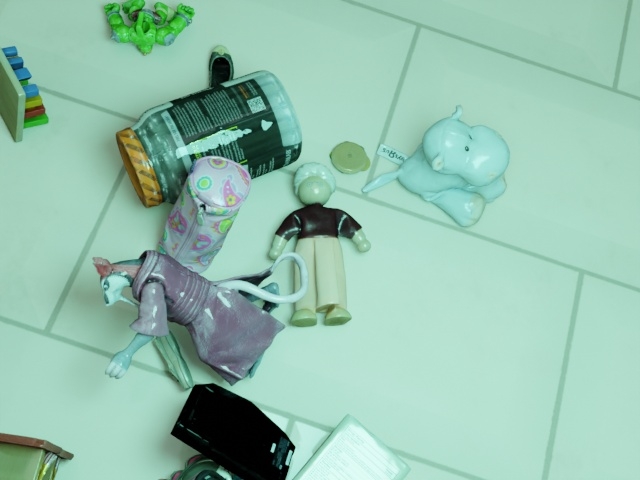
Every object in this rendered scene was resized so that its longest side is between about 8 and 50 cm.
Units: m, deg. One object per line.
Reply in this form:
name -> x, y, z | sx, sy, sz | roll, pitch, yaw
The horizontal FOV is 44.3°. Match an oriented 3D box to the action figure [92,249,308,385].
action figure -> -0.233, 0.109, 1.405 | 0.370, 0.276, 0.248 | 31, 30, -30

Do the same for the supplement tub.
supplement tub -> -0.225, -0.200, 1.596 | 0.338, 0.207, 0.207 | -23, 72, -17

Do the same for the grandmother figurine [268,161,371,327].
grandmother figurine -> 0.000, 0.000, 1.604 | 0.208, 0.104, 0.342 | 1, 69, -17

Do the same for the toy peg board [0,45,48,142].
toy peg board -> -0.622, -0.319, 1.625 | 0.079, 0.160, 0.161 | -22, 71, -33

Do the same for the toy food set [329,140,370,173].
toy food set -> 0.064, -0.182, 1.731 | 0.083, 0.020, 0.082 | -23, 72, -16

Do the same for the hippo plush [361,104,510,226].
hippo plush -> 0.278, -0.194, 1.647 | 0.294, 0.236, 0.234 | 21, 66, 1

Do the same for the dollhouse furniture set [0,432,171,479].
dollhouse furniture set -> -0.388, 0.454, 1.298 | 0.374, 0.152, 0.201 | 9, 66, 5

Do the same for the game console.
game console -> -0.170, 0.399, 1.278 | 0.213, 0.044, 0.361 | 35, 36, -10

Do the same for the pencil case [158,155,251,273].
pencil case -> -0.225, -0.043, 1.487 | 0.124, 0.284, 0.124 | 11, 58, -19

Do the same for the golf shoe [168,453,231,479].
golf shoe -> -0.254, 0.489, 1.337 | 0.105, 0.120, 0.272 | 41, 68, -17

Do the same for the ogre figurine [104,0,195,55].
ogre figurine -> -0.391, -0.483, 1.755 | 0.197, 0.097, 0.118 | 15, 54, -14

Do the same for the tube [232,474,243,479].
tube -> -0.127, 0.435, 1.429 | 0.080, 0.052, 0.207 | 18, 69, 4

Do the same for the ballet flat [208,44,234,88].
ballet flat -> -0.221, -0.365, 1.752 | 0.058, 0.049, 0.173 | 2, 67, -8

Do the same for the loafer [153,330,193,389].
loafer -> -0.280, 0.233, 1.499 | 0.039, 0.045, 0.125 | -28, 66, 0

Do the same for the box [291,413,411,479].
box -> 0.024, 0.451, 1.398 | 0.149, 0.127, 0.232 | 40, 67, 10
